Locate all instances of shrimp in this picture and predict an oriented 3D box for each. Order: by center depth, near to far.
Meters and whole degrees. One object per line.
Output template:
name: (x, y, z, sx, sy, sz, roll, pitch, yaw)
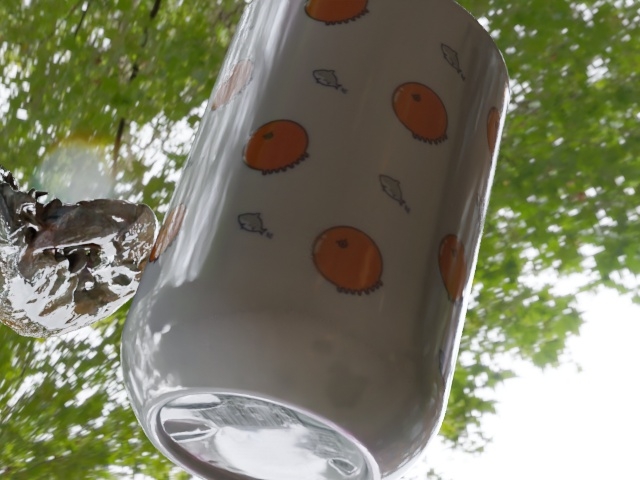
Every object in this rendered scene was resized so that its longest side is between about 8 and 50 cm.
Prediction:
shrimp: (-0.221, -0.002, 0.913, 0.164, 0.317, 0.062, -31, -115, -12)

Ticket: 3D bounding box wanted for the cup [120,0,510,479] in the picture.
cup: (0.000, 0.000, 0.717, 0.212, 0.212, 0.317, 26, -127, -12)
